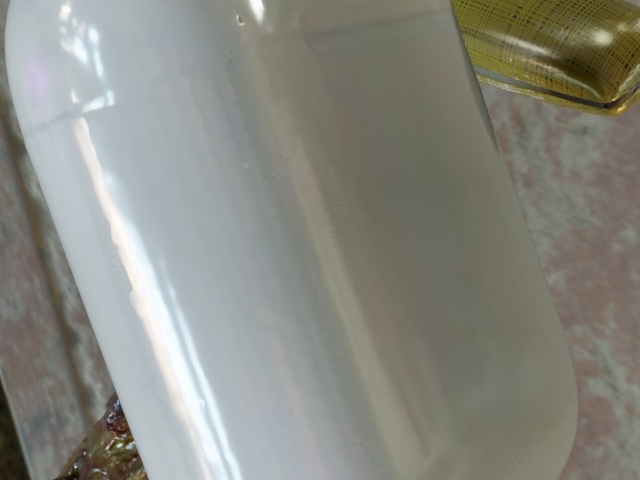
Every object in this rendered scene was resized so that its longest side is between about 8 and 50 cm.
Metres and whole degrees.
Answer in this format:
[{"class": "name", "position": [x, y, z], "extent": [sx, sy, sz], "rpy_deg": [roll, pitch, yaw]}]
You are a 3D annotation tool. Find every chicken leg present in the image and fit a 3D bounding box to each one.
[{"class": "chicken leg", "position": [-0.180, 0.180, 1.458], "extent": [0.083, 0.177, 0.322], "rpy_deg": [41, 102, 11]}]

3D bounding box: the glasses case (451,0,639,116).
[{"class": "glasses case", "position": [0.112, -0.140, 1.009], "extent": [0.079, 0.234, 0.064], "rpy_deg": [-48, 139, -17]}]

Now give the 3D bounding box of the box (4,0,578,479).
[{"class": "box", "position": [-0.001, 0.000, 0.761], "extent": [0.141, 0.288, 0.349], "rpy_deg": [-18, 93, 32]}]
